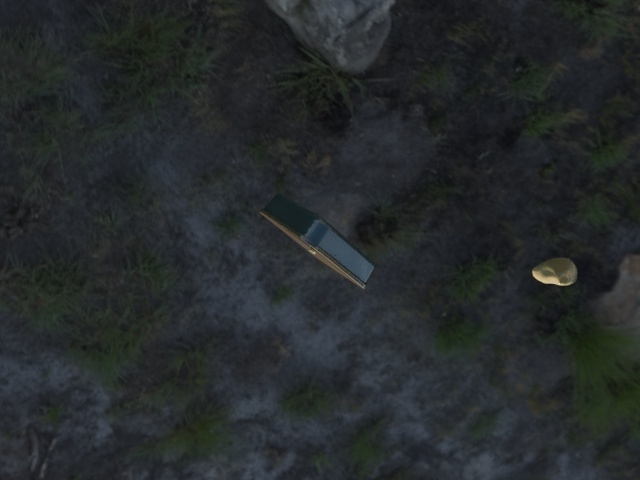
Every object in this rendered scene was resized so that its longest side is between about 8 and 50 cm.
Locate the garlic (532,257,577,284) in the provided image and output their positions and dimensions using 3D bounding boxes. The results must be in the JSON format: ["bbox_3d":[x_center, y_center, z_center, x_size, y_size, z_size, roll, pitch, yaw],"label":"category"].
[{"bbox_3d":[0.378,0.051,1.149,0.053,0.083,0.041,-13,99,-9],"label":"garlic"}]

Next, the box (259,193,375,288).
[{"bbox_3d":[0.000,0.000,0.751,0.031,0.091,0.126,-54,137,-4],"label":"box"}]
